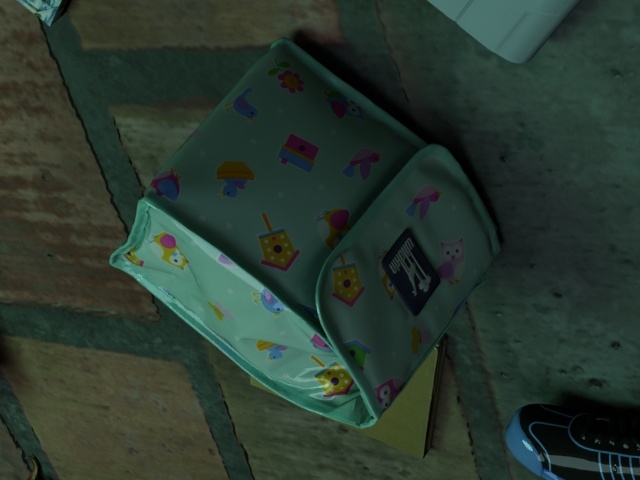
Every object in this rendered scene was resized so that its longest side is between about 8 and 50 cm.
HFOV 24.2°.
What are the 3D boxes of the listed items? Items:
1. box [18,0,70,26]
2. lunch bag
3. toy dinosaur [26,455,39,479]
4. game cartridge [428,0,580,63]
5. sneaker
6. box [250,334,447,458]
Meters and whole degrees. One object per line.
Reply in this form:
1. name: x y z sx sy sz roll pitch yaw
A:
1. box: -0.248 -0.265 1.312 0.094 0.027 0.137 38 138 -1
2. lunch bag: 0.000 0.000 1.220 0.262 0.223 0.160 37 146 2
3. toy dinosaur: -0.366 0.320 1.914 0.082 0.047 0.090 -18 81 53
4. game cartridge: 0.082 -0.279 1.049 0.297 0.062 0.198 39 142 1
5. sneaker: 0.279 0.182 1.296 0.232 0.081 0.090 20 132 11
6. box: 0.021 0.119 1.460 0.201 0.021 0.164 21 135 19
